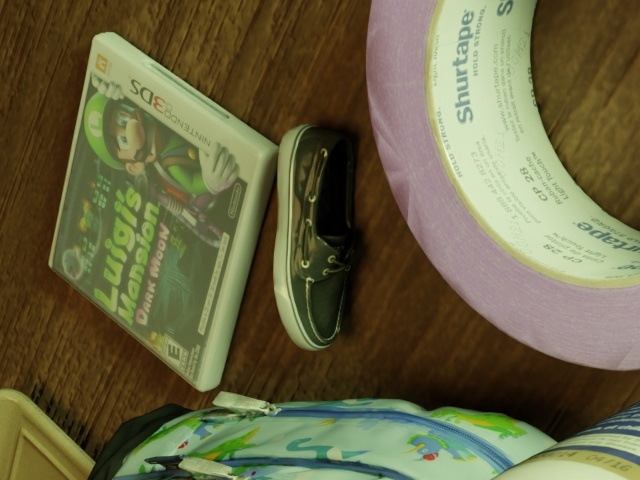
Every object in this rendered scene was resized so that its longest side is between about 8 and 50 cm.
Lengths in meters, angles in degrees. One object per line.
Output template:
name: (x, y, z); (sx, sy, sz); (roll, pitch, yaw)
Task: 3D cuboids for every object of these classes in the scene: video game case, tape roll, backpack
video game case: (-0.112, -0.019, 1.197); (0.173, 0.022, 0.190); (36, 125, 32)
tape roll: (0.153, -0.078, 0.875); (0.275, 0.090, 0.275); (14, 111, 41)
backpack: (0.015, 0.225, 1.014); (0.355, 0.273, 0.290); (-9, 89, 32)

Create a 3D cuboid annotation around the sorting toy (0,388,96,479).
sorting toy: (-0.199, 0.289, 1.368); (0.229, 0.041, 0.307); (35, 125, 27)

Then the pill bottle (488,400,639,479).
pill bottle: (0.185, 0.134, 0.782); (0.153, 0.264, 0.153); (16, 114, 40)

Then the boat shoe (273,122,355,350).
boat shoe: (0.000, 0.000, 1.076); (0.040, 0.049, 0.142); (7, 105, 42)
